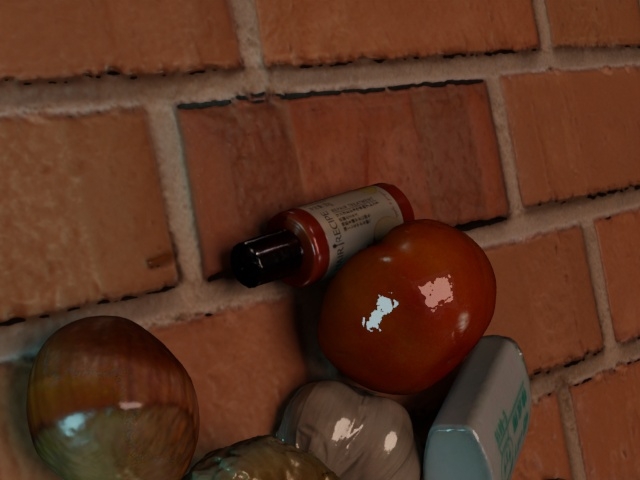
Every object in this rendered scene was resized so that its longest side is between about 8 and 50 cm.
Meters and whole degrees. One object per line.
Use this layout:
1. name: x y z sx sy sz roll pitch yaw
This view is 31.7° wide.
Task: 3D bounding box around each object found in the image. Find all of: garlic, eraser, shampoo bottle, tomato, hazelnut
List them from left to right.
1. hazelnut: -0.225 0.179 1.234 0.214 0.176 0.214 -19 90 -80
2. shampoo bottle: 0.000 0.000 1.501 0.278 0.104 0.104 -19 97 -42
3. garlic: 0.060 0.284 1.494 0.229 0.142 0.178 42 56 -40
4. tomato: 0.116 0.094 1.489 0.260 0.260 0.180 -20 57 -42
5. eraser: 0.225 0.276 1.594 0.290 0.104 0.189 -46 136 -62

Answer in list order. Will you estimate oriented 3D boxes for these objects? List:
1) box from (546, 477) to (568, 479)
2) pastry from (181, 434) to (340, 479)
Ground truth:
1. box: 0.408 0.442 1.854 0.126 0.031 0.091 20 71 -38
2. pastry: -0.076 0.379 1.302 0.329 0.136 0.330 10 76 -45
